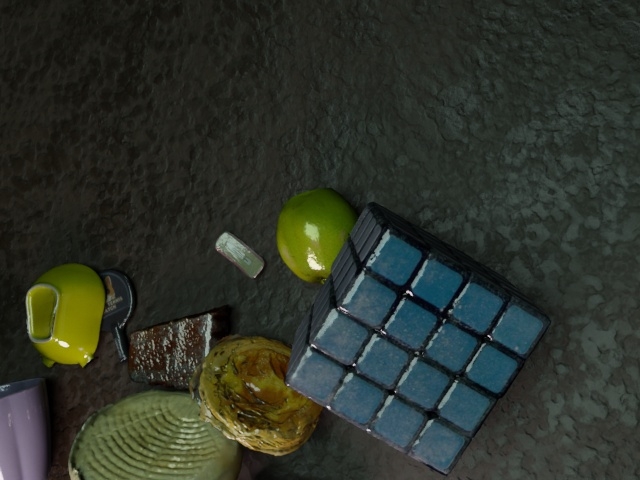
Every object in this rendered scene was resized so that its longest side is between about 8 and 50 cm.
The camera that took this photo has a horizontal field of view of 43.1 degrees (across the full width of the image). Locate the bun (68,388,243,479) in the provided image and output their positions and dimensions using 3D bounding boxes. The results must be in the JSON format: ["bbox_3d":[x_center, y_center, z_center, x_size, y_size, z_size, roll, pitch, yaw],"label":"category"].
[{"bbox_3d":[-0.349,0.496,1.753,0.364,0.364,0.202,13,122,22],"label":"bun"}]

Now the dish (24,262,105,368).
[{"bbox_3d":[-0.648,0.184,1.986,0.221,0.108,0.262,-1,85,29],"label":"dish"}]

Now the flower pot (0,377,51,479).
[{"bbox_3d":[-0.772,0.482,1.948,0.265,0.265,0.243,-10,91,20],"label":"flower pot"}]

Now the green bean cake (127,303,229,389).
[{"bbox_3d":[-0.327,0.243,1.874,0.232,0.097,0.198,0,85,21],"label":"green bean cake"}]

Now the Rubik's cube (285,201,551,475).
[{"bbox_3d":[0.161,0.163,1.513,0.344,0.344,0.337,29,98,-5],"label":"Rubik's cube"}]

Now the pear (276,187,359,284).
[{"bbox_3d":[0.000,0.000,1.735,0.187,0.187,0.220,-15,84,19],"label":"pear"}]

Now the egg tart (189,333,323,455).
[{"bbox_3d":[-0.138,0.337,1.745,0.297,0.297,0.132,45,143,19],"label":"egg tart"}]

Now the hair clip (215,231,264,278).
[{"bbox_3d":[-0.187,0.034,1.883,0.137,0.022,0.054,37,97,21],"label":"hair clip"}]

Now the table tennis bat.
[{"bbox_3d":[-0.508,0.184,1.991,0.150,0.027,0.236,-25,74,18],"label":"table tennis bat"}]
